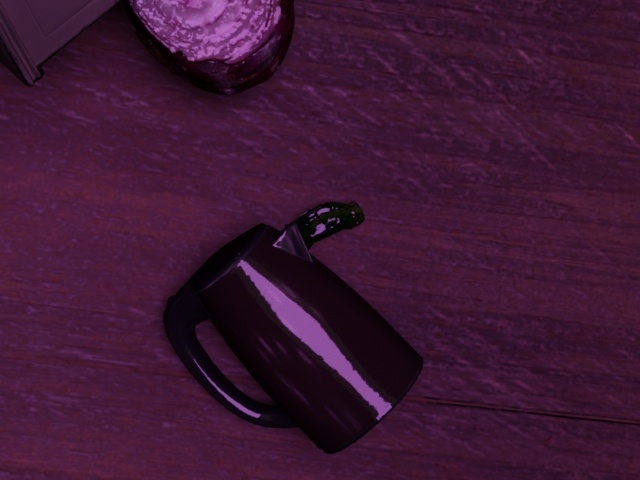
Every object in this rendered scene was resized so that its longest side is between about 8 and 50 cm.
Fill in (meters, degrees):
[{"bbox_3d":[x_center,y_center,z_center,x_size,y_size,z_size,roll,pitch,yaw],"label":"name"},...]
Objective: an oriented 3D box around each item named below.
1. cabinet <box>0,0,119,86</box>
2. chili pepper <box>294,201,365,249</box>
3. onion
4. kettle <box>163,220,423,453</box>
[{"bbox_3d":[-0.270,-0.378,1.463,0.318,0.227,0.290,-41,59,-12],"label":"cabinet"},{"bbox_3d":[-0.006,-0.004,1.671,0.055,0.035,0.118,44,82,-10],"label":"chili pepper"},{"bbox_3d":[-0.092,-0.263,1.593,0.218,0.140,0.195,-44,79,-6],"label":"onion"},{"bbox_3d":[-0.037,0.103,1.623,0.202,0.144,0.232,-40,98,27],"label":"kettle"}]
